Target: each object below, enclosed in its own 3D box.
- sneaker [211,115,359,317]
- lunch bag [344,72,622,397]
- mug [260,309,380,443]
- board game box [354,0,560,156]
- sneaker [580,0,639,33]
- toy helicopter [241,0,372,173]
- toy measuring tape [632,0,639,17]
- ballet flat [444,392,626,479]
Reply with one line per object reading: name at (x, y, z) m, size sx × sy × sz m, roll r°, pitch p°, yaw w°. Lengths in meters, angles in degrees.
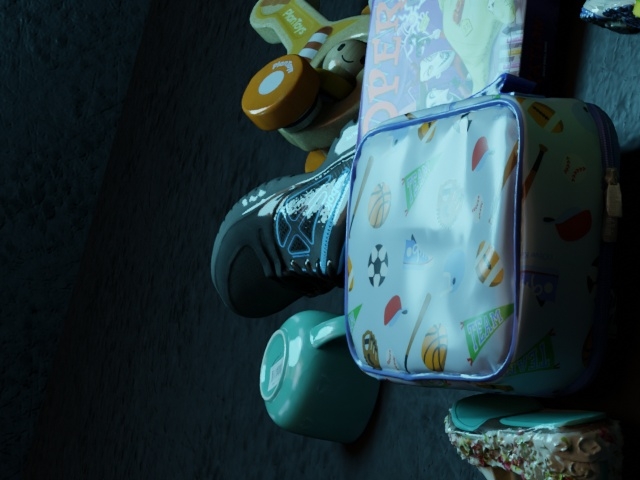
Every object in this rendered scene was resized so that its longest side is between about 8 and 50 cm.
sneaker at (0.000, 0.000, 1.751) m, size 0.341 × 0.125 × 0.140 m, roll -42°, pitch 41°, yaw 41°
lunch bag at (0.126, -0.002, 1.380) m, size 0.303 × 0.114 × 0.243 m, roll -5°, pitch 80°, yaw 63°
mug at (-0.001, 0.125, 1.788) m, size 0.129 × 0.097 × 0.158 m, roll -121°, pitch 46°, yaw -66°
board game box at (0.130, -0.237, 1.573) m, size 0.208 × 0.056 × 0.347 m, roll -3°, pitch 79°, yaw 54°
sneaker at (0.242, -0.194, 1.344) m, size 0.135 × 0.052 × 0.058 m, roll -159°, pitch 86°, yaw -72°
toy helicopter at (0.012, -0.220, 1.893) m, size 0.235 × 0.140 × 0.355 m, roll -42°, pitch 32°, yaw 4°
toy measuring tape at (0.279, -0.146, 1.091) m, size 0.330 × 0.121 × 0.121 m, roll -130°, pitch 55°, yaw -68°
ballet flat at (0.156, 0.163, 1.318) m, size 0.241 × 0.091 × 0.077 m, roll 179°, pitch 80°, yaw -76°
